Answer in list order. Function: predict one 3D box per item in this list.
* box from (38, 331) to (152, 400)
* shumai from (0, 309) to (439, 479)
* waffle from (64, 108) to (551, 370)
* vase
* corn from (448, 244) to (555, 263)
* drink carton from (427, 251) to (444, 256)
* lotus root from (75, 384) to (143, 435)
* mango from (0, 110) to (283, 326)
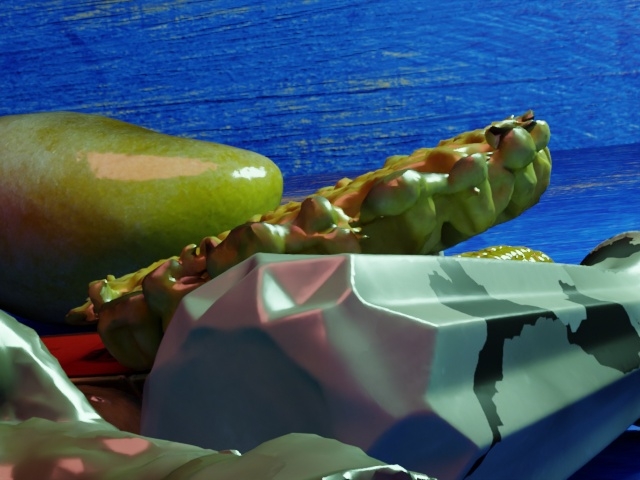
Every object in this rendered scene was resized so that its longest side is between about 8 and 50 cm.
[{"bbox_3d":[-0.135,0.099,1.033,0.240,0.074,0.153,-4,4,14],"label":"box"},{"bbox_3d":[-0.102,0.094,0.435,0.289,0.291,0.330,0,-14,-2],"label":"shumai"},{"bbox_3d":[-0.003,0.002,0.962,0.329,0.062,0.329,-22,3,1],"label":"waffle"},{"bbox_3d":[0.078,0.071,0.805,0.165,0.165,0.360,-1,5,38],"label":"vase"},{"bbox_3d":[0.072,0.062,1.049,0.102,0.102,0.313,-3,6,29],"label":"corn"},{"bbox_3d":[0.030,0.037,1.268,0.134,0.101,0.222,-9,6,4],"label":"drink carton"},{"bbox_3d":[-0.131,0.118,0.852,0.090,0.077,0.183,-6,6,10],"label":"lotus root"},{"bbox_3d":[-0.210,-0.022,1.532,0.384,0.198,0.221,-2,9,24],"label":"mango"}]
